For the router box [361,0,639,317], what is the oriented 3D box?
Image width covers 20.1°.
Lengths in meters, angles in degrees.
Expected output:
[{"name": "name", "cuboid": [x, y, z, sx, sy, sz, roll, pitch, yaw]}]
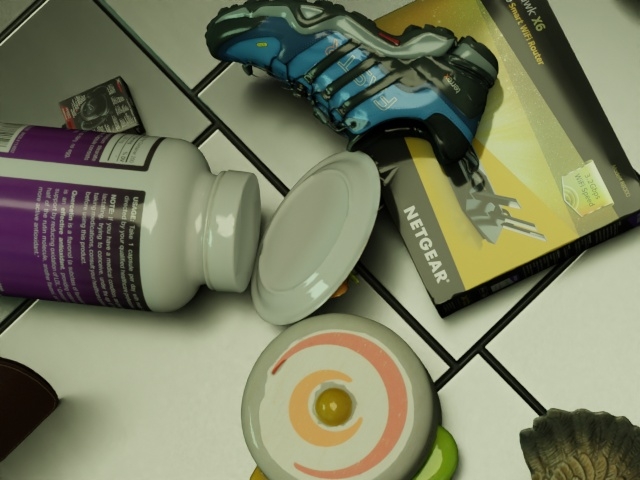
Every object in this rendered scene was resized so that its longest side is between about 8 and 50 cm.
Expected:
[{"name": "router box", "cuboid": [0.167, -0.110, 1.873, 0.243, 0.081, 0.309, -26, 75, 3]}]

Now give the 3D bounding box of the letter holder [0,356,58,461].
[{"name": "letter holder", "cuboid": [-0.409, 0.151, 1.789, 0.214, 0.302, 0.152, -42, 75, -2]}]

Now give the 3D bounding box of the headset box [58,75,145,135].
[{"name": "headset box", "cuboid": [-0.242, -0.133, 1.966, 0.083, 0.032, 0.062, -24, 75, 4]}]

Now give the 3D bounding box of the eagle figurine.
[{"name": "eagle figurine", "cuboid": [0.217, 0.287, 1.665, 0.225, 0.298, 0.226, -8, 76, 6]}]

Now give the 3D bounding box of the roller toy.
[{"name": "roller toy", "cuboid": [0.019, 0.174, 1.799, 0.209, 0.146, 0.191, -15, 75, 5]}]

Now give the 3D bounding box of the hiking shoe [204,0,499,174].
[{"name": "hiking shoe", "cuboid": [0.021, -0.160, 1.808, 0.304, 0.113, 0.132, 11, 80, 13]}]

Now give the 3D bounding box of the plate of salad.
[{"name": "plate of salad", "cuboid": [0.000, 0.000, 1.847, 0.048, 0.200, 0.200, 30, 81, -29]}]

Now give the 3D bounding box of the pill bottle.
[{"name": "pill bottle", "cuboid": [-0.232, -0.023, 1.863, 0.322, 0.181, 0.182, 6, 79, 10]}]
